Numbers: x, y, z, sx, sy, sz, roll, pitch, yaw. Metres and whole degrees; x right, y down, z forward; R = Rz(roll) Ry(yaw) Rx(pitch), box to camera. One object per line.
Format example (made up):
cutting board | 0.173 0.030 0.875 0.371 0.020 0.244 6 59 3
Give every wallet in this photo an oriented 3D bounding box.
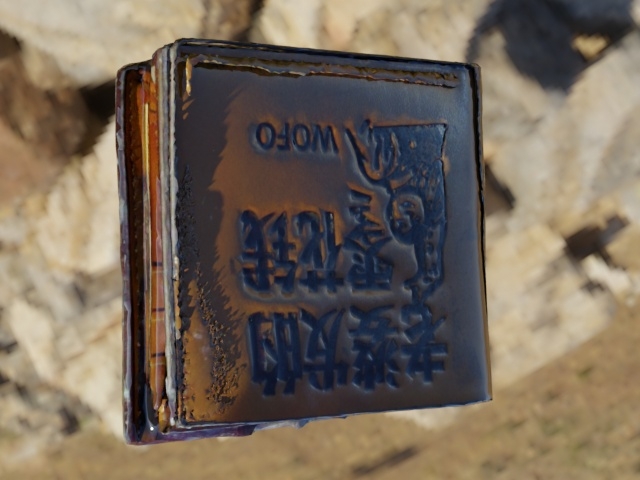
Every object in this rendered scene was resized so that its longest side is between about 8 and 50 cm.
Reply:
wallet | 0.002 0.001 0.829 0.195 0.161 0.042 0 180 -41
